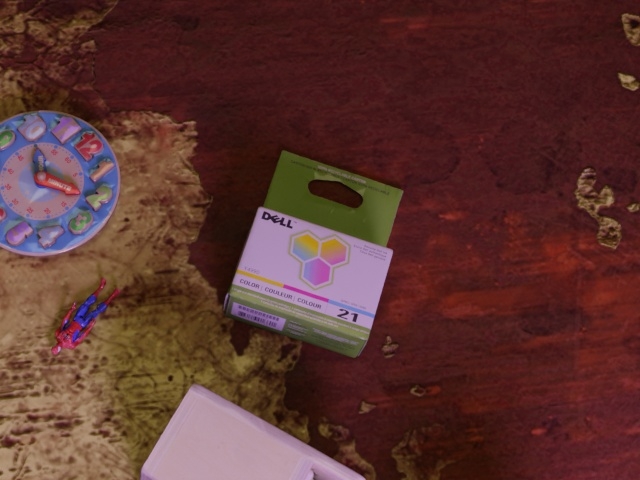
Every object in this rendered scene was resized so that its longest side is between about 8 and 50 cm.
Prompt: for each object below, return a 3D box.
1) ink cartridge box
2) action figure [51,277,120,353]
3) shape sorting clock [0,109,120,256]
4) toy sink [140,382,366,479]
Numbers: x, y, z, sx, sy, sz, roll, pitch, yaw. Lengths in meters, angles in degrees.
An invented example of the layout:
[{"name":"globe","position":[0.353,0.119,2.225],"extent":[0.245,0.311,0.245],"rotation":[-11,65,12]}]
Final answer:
[{"name":"ink cartridge box","position":[0.000,0.000,1.583],"extent":[0.188,0.097,0.255],"rotation":[18,68,-1]},{"name":"action figure","position":[-0.304,0.099,1.535],"extent":[0.038,0.030,0.115],"rotation":[37,70,1]},{"name":"shape sorting clock","position":[-0.368,-0.078,1.586],"extent":[0.206,0.040,0.206],"rotation":[3,68,-8]},{"name":"toy sink","position":[-0.086,0.295,1.425],"extent":[0.234,0.153,0.131],"rotation":[29,68,2]}]
